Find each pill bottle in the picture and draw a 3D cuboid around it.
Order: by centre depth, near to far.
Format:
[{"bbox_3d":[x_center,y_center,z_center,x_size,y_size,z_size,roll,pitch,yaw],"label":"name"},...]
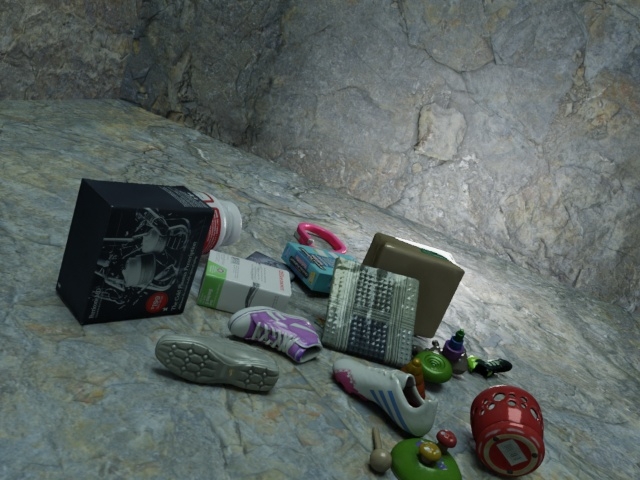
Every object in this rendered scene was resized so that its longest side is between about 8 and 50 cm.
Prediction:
[{"bbox_3d":[-0.480,-0.058,2.068,0.229,0.229,0.408,33,22,33],"label":"pill bottle"}]

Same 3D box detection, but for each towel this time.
[{"bbox_3d":[0.167,0.233,1.943,0.312,0.056,0.324,17,61,-8],"label":"towel"}]

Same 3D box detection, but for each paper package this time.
[{"bbox_3d":[0.302,0.161,2.150,0.325,0.309,0.168,18,19,-13],"label":"paper package"}]

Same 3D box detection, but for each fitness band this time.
[{"bbox_3d":[0.000,0.000,2.699,0.209,0.054,0.291,10,22,-29],"label":"fitness band"}]

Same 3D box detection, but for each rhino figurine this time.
[{"bbox_3d":[0.381,0.383,1.975,0.243,0.073,0.106,15,24,-9],"label":"rhino figurine"}]

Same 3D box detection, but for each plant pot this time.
[{"bbox_3d":[0.491,0.508,1.567,0.191,0.191,0.174,22,26,5],"label":"plant pot"}]

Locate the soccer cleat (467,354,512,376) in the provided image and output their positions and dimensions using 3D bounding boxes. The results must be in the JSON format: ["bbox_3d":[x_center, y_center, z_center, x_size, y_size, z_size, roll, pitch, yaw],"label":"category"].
[{"bbox_3d":[0.589,0.444,2.064,0.179,0.060,0.072,9,30,-14],"label":"soccer cleat"}]

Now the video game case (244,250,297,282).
[{"bbox_3d":[-0.202,0.119,2.188,0.196,0.026,0.274,23,19,8],"label":"video game case"}]

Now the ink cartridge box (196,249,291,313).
[{"bbox_3d":[-0.243,0.148,1.912,0.273,0.114,0.198,16,19,-12],"label":"ink cartridge box"}]

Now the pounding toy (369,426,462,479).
[{"bbox_3d":[0.244,0.504,1.423,0.237,0.110,0.183,22,18,2],"label":"pounding toy"}]

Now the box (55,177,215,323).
[{"bbox_3d":[-0.502,0.028,1.617,0.313,0.343,0.179,0,28,-46],"label":"box"}]

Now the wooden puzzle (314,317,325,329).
[{"bbox_3d":[0.011,0.280,1.981,0.083,0.006,0.049,34,22,35],"label":"wooden puzzle"}]

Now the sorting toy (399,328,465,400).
[{"bbox_3d":[0.345,0.358,1.809,0.127,0.126,0.366,34,36,29],"label":"sorting toy"}]

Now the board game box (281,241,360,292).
[{"bbox_3d":[0.048,0.122,2.316,0.336,0.079,0.254,13,19,-37],"label":"board game box"}]

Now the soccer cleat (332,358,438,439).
[{"bbox_3d":[0.179,0.392,1.620,0.331,0.143,0.116,32,21,33],"label":"soccer cleat"}]

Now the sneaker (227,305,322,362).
[{"bbox_3d":[-0.119,0.276,1.711,0.282,0.102,0.161,10,24,-29],"label":"sneaker"}]

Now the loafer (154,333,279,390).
[{"bbox_3d":[-0.258,0.298,1.495,0.320,0.112,0.111,22,12,-21],"label":"loafer"}]
